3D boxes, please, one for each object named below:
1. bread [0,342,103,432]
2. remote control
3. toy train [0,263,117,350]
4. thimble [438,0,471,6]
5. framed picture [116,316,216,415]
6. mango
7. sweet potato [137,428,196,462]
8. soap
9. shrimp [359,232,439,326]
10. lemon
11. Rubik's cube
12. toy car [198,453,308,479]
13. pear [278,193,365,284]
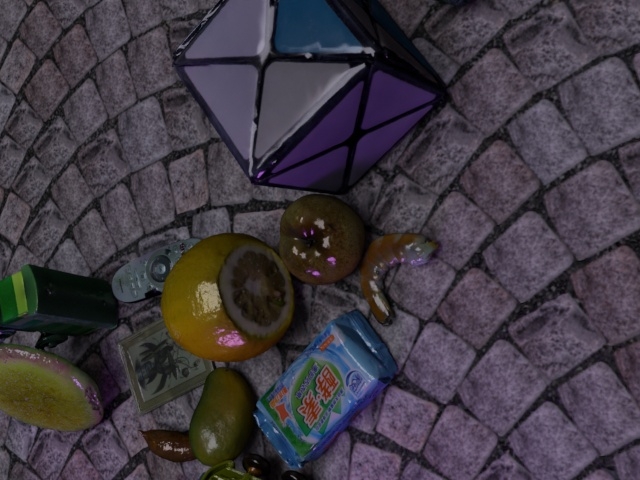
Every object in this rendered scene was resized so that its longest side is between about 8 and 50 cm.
[{"bbox_3d":[-0.605,0.321,1.901,0.301,0.301,0.045,-16,37,30],"label":"bread"},{"bbox_3d":[-0.333,0.066,1.876,0.256,0.045,0.097,-20,78,26],"label":"remote control"},{"bbox_3d":[-0.583,0.143,1.880,0.202,0.301,0.120,-22,71,20],"label":"toy train"},{"bbox_3d":[0.229,-0.472,1.529,0.090,0.118,0.135,23,83,26],"label":"thimble"},{"bbox_3d":[-0.324,0.248,1.875,0.231,0.010,0.173,-30,72,26],"label":"framed picture"},{"bbox_3d":[-0.188,0.341,1.729,0.122,0.085,0.191,6,74,29],"label":"mango"},{"bbox_3d":[-0.263,0.417,1.800,0.226,0.068,0.068,2,88,18],"label":"sweet potato"},{"bbox_3d":[0.005,0.276,1.633,0.156,0.077,0.293,48,111,25],"label":"soap"},{"bbox_3d":[0.138,0.069,1.587,0.161,0.049,0.166,-5,85,34],"label":"shrimp"},{"bbox_3d":[-0.185,0.112,1.675,0.219,0.240,0.240,-19,77,41],"label":"lemon"},{"bbox_3d":[-0.017,-0.291,1.553,0.310,0.307,0.305,-42,67,23],"label":"Rubik's cube"},{"bbox_3d":[-0.120,0.517,1.636,0.248,0.200,0.142,20,135,21],"label":"toy car"},{"bbox_3d":[0.000,0.000,1.617,0.167,0.136,0.167,2,98,13],"label":"pear"}]
